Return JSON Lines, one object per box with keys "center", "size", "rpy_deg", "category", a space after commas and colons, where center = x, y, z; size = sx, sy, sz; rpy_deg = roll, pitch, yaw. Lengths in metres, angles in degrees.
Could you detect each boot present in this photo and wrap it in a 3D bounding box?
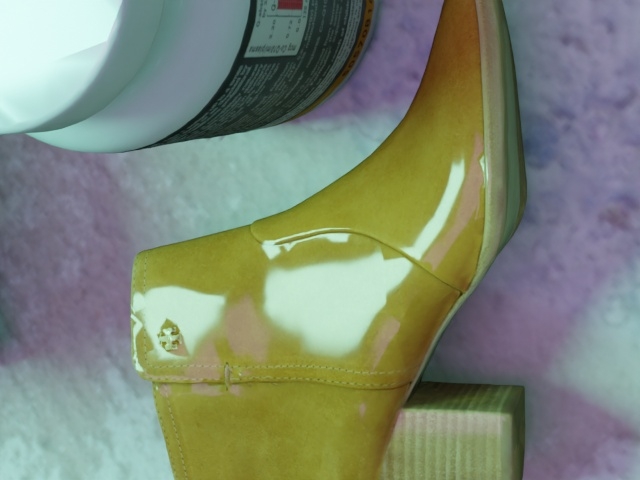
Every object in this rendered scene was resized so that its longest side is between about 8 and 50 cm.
{"center": [0.000, 0.001, 0.769], "size": [0.211, 0.104, 0.295], "rpy_deg": [1, 95, 15], "category": "boot"}

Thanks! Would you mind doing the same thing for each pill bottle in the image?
{"center": [-0.085, -0.126, 0.704], "size": [0.162, 0.278, 0.162], "rpy_deg": [3, 99, 20], "category": "pill bottle"}
